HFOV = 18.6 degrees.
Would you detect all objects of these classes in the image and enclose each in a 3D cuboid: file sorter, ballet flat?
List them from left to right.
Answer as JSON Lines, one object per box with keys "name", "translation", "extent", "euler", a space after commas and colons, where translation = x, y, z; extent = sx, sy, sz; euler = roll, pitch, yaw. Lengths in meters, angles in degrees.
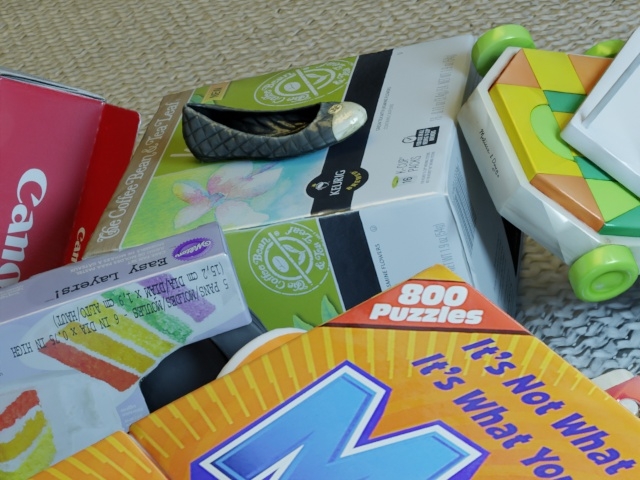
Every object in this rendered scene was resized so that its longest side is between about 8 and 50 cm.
{"name": "ballet flat", "translation": [-0.043, -0.099, 1.676], "extent": [0.173, 0.049, 0.057], "euler": [-5, 30, 23]}
{"name": "file sorter", "translation": [0.382, -0.101, 1.616], "extent": [0.173, 0.278, 0.193], "euler": [-55, -3, 40]}

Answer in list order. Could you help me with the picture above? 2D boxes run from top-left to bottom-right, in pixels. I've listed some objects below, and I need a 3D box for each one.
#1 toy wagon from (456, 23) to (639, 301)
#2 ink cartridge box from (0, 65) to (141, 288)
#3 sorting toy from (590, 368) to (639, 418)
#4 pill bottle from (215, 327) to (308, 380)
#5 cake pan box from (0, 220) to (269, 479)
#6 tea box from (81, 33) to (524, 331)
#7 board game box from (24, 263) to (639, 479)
{"name": "toy wagon", "translation": [0.282, -0.068, 1.700], "extent": [0.344, 0.068, 0.267], "euler": [3, 51, -31]}
{"name": "ink cartridge box", "translation": [-0.324, -0.011, 1.876], "extent": [0.130, 0.309, 0.272], "euler": [11, 4, -40]}
{"name": "sorting toy", "translation": [0.149, 0.214, 1.256], "extent": [0.255, 0.089, 0.257], "euler": [-22, 55, -10]}
{"name": "pill bottle", "translation": [0.021, 0.166, 1.448], "extent": [0.121, 0.121, 0.221], "euler": [-30, 44, -25]}
{"name": "cake pan box", "translation": [-0.159, 0.134, 1.565], "extent": [0.267, 0.245, 0.070], "euler": [-17, 29, -2]}
{"name": "tea box", "translation": [0.000, 0.000, 1.763], "extent": [0.324, 0.220, 0.329], "euler": [-11, 26, 14]}
{"name": "board game box", "translation": [0.032, 0.299, 0.857], "extent": [0.356, 0.356, 0.356], "euler": [-27, 38, -19]}
